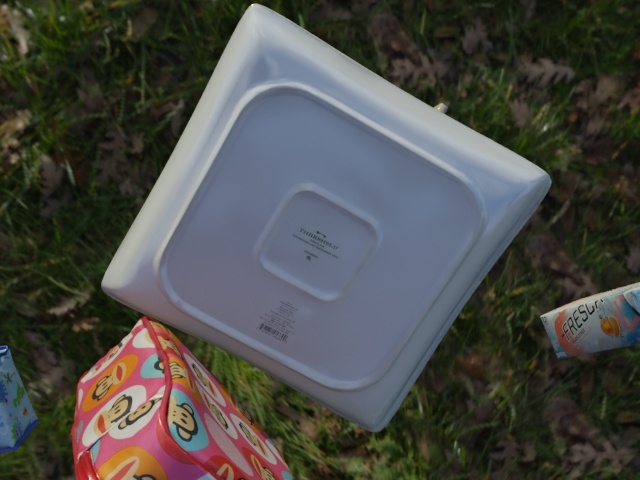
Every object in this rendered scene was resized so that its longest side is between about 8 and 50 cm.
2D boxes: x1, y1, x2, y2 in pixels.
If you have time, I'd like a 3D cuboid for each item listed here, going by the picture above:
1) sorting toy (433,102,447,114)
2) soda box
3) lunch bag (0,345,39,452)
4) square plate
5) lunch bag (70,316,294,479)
[{"bbox_3d":[0.107,-0.138,1.433,0.046,0.274,0.132,36,67,-14],"label":"sorting toy"},{"bbox_3d":[0.325,0.088,1.083,0.062,0.183,0.058,-20,84,-22],"label":"soda box"},{"bbox_3d":[-0.484,0.226,1.316,0.151,0.096,0.129,-11,107,14],"label":"lunch bag"},{"bbox_3d":[0.000,0.000,0.973,0.347,0.049,0.344,29,108,-9],"label":"square plate"},{"bbox_3d":[-0.098,0.214,0.870,0.120,0.293,0.258,-43,109,-1],"label":"lunch bag"}]
